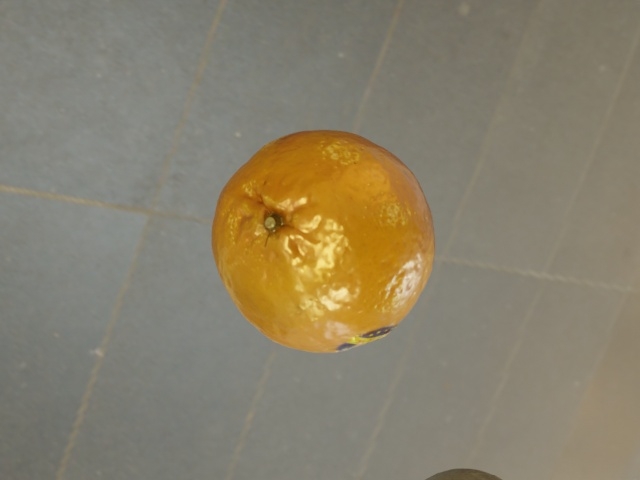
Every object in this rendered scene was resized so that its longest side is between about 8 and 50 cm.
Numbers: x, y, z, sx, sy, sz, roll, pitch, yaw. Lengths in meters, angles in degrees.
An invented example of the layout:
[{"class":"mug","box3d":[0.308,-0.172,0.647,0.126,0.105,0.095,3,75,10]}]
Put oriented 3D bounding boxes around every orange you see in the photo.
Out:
[{"class":"orange","box3d":[0.000,0.001,1.325,0.193,0.219,0.219,-2,113,-40]}]

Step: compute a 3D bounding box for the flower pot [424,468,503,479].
[{"class":"flower pot","box3d":[0.202,0.483,2.030,0.330,0.294,0.293,-39,146,-73]}]
